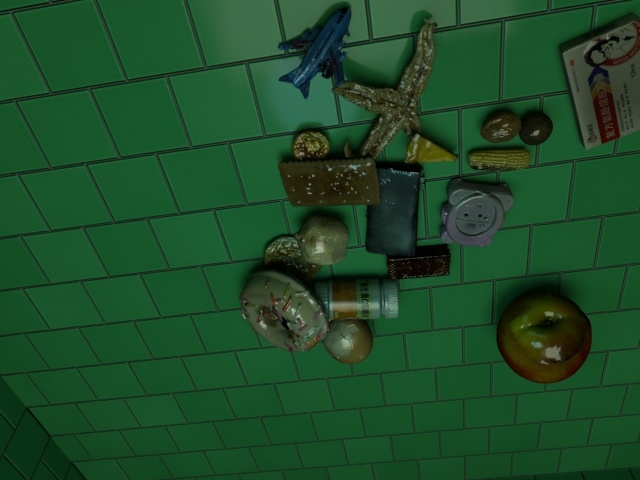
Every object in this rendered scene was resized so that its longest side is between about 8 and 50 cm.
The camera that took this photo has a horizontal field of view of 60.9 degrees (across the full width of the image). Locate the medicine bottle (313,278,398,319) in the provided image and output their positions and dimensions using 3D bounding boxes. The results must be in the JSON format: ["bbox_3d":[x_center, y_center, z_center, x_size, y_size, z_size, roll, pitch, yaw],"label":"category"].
[{"bbox_3d":[0.136,0.227,2.109,0.318,0.158,0.158,-2,127,3],"label":"medicine bottle"}]

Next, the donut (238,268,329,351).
[{"bbox_3d":[-0.146,0.279,2.064,0.383,0.142,0.382,24,141,22],"label":"donut"}]

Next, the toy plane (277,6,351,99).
[{"bbox_3d":[0.003,-0.532,1.532,0.271,0.254,0.105,-49,152,0],"label":"toy plane"}]

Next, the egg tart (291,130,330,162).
[{"bbox_3d":[-0.031,-0.302,1.771,0.131,0.052,0.130,0,126,1],"label":"egg tart"}]

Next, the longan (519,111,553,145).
[{"bbox_3d":[0.671,-0.346,1.700,0.106,0.106,0.119,-13,169,11],"label":"longan"}]

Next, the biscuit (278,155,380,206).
[{"bbox_3d":[0.033,-0.187,1.810,0.325,0.044,0.217,0,140,13],"label":"biscuit"}]

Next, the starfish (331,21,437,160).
[{"bbox_3d":[0.190,-0.418,1.636,0.324,0.082,0.432,-13,141,-5],"label":"starfish"}]

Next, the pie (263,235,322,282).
[{"bbox_3d":[-0.105,0.075,2.061,0.241,0.054,0.240,1,128,2],"label":"pie"}]

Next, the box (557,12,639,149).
[{"bbox_3d":[0.860,-0.461,1.627,0.214,0.069,0.353,-22,123,17],"label":"box"}]

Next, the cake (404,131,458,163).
[{"bbox_3d":[0.353,-0.305,1.736,0.185,0.079,0.116,-5,125,-6],"label":"cake"}]

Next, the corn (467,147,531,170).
[{"bbox_3d":[0.583,-0.264,1.780,0.203,0.072,0.072,0,127,2],"label":"corn"}]

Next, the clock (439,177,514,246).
[{"bbox_3d":[0.533,-0.090,1.903,0.228,0.090,0.247,6,129,-3],"label":"clock"}]

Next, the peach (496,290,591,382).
[{"bbox_3d":[0.860,0.374,2.111,0.370,0.370,0.369,0,128,1],"label":"peach"}]

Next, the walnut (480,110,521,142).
[{"bbox_3d":[0.559,-0.351,1.692,0.125,0.105,0.105,-15,126,21],"label":"walnut"}]

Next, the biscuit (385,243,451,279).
[{"bbox_3d":[0.372,0.081,2.047,0.252,0.070,0.106,-5,128,4],"label":"biscuit"}]

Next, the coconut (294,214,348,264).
[{"bbox_3d":[0.000,-0.003,1.918,0.195,0.194,0.194,0,128,1],"label":"coconut"}]

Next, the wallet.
[{"bbox_3d":[0.251,-0.099,1.905,0.191,0.046,0.378,7,130,14],"label":"wallet"}]

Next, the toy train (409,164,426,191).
[{"bbox_3d":[0.321,-0.208,1.843,0.064,0.044,0.103,-8,127,14],"label":"toy train"}]

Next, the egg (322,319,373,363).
[{"bbox_3d":[0.116,0.402,2.220,0.201,0.201,0.244,-24,135,18],"label":"egg"}]
